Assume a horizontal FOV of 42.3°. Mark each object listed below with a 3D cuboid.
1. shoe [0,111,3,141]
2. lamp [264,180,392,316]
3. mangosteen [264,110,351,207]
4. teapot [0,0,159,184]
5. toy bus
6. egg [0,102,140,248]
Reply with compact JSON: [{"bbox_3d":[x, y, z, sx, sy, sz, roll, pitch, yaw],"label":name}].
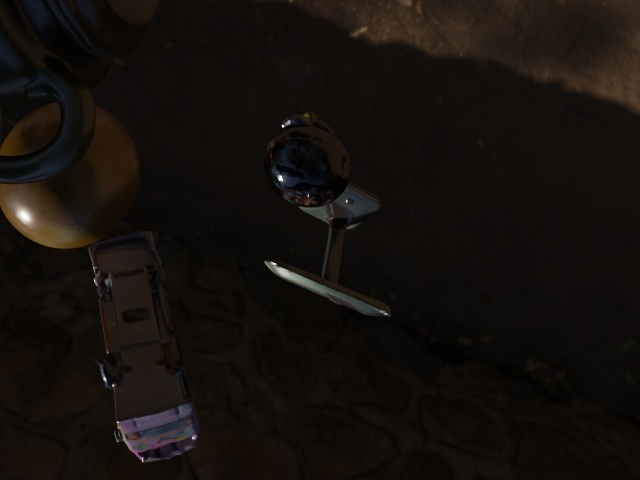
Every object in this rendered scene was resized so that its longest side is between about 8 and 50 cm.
[{"bbox_3d":[-0.345,-0.068,0.746,0.251,0.103,0.100,1,124,53],"label":"shoe"},{"bbox_3d":[-0.004,0.005,1.289,0.203,0.283,0.124,28,128,-25],"label":"lamp"},{"bbox_3d":[-0.018,-0.125,1.228,0.137,0.151,0.137,5,155,2],"label":"mangosteen"},{"bbox_3d":[-0.175,-0.167,0.515,0.175,0.268,0.185,-4,172,16],"label":"teapot"},{"bbox_3d":[-0.206,0.115,0.951,0.090,0.274,0.112,-14,135,-9],"label":"toy bus"},{"bbox_3d":[-0.516,-0.140,1.707,0.282,0.351,0.283,2,125,3],"label":"egg"}]
